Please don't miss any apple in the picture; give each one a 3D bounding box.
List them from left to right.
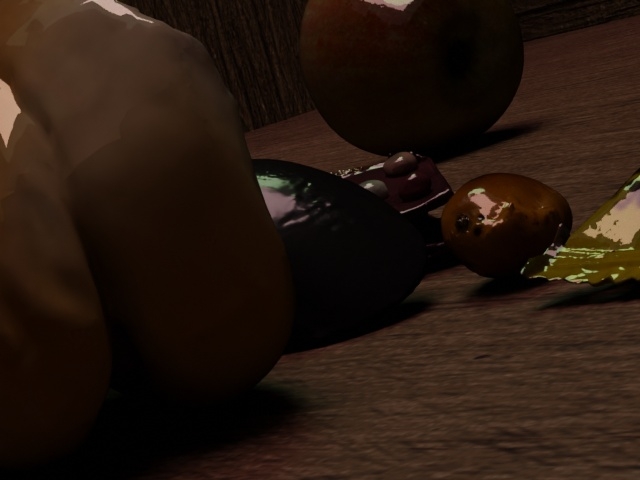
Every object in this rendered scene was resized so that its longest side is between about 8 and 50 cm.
[{"bbox_3d":[0.107,-0.220,2.183,0.257,0.257,0.234,-19,10,-24],"label":"apple"}]

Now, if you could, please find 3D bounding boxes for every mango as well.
[{"bbox_3d":[0.121,-0.008,1.205,0.077,0.063,0.127,21,15,21],"label":"mango"}]

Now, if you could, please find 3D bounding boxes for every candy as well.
[{"bbox_3d":[0.264,-0.044,1.110,0.187,0.081,0.297,-9,21,49],"label":"candy"}]

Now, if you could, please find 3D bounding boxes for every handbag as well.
[{"bbox_3d":[-0.001,-0.003,1.415,0.203,0.074,0.216,-17,7,2],"label":"handbag"}]

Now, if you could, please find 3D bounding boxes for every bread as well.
[{"bbox_3d":[-0.199,-0.046,1.079,0.245,0.329,0.424,-23,36,-31],"label":"bread"}]

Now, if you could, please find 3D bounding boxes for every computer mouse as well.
[{"bbox_3d":[-0.052,-0.009,1.251,0.264,0.088,0.147,3,35,40],"label":"computer mouse"}]

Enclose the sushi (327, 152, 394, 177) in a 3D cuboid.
[{"bbox_3d":[0.018,-0.043,1.812,0.120,0.052,0.055,-13,-8,7],"label":"sushi"}]
